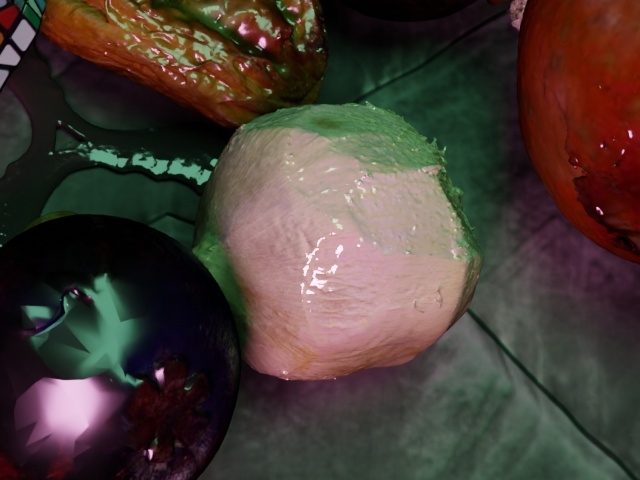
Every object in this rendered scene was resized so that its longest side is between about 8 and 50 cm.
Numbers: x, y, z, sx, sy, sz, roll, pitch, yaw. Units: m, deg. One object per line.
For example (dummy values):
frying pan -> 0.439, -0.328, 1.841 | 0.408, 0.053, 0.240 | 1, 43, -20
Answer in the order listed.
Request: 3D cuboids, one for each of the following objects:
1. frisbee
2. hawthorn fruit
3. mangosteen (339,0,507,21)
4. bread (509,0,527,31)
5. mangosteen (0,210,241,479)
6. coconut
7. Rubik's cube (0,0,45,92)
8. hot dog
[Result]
frisbee -> -0.187, -0.081, 1.317 | 0.211, 0.012, 0.187 | -25, 69, -27
hawthorn fruit -> 0.272, -0.121, 1.332 | 0.316, 0.316, 0.316 | 8, 58, -13
mangosteen -> 0.098, -0.264, 1.385 | 0.250, 0.211, 0.211 | -2, 57, 9
bread -> 0.185, -0.194, 1.491 | 0.070, 0.035, 0.083 | 14, 54, -11
mangosteen -> -0.158, 0.072, 1.147 | 0.194, 0.194, 0.230 | -35, 40, -31
coconut -> 0.001, 0.003, 1.228 | 0.194, 0.194, 0.194 | 8, 58, -13
Rubik's cube -> -0.250, -0.151, 1.274 | 0.133, 0.133, 0.112 | 43, 37, 11
hot dog -> -0.097, -0.162, 1.347 | 0.227, 0.099, 0.160 | 26, 56, -4
